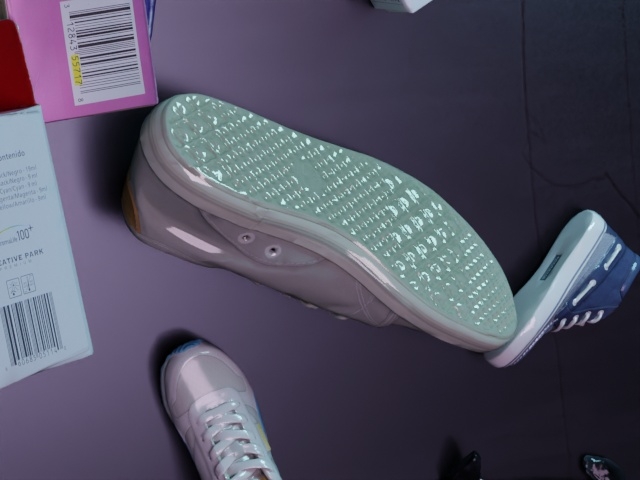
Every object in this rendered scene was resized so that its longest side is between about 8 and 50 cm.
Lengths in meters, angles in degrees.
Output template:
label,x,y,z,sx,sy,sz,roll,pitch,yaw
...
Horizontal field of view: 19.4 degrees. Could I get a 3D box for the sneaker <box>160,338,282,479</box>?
label,x,y,z,sx,sy,sz,roll,pitch,yaw
sneaker,-0.081,0.200,1.776,0.087,0.092,0.228,-25,106,-14

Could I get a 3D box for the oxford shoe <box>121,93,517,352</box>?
label,x,y,z,sx,sy,sz,roll,pitch,yaw
oxford shoe,0.000,0.000,1.764,0.449,0.169,0.130,24,131,-31

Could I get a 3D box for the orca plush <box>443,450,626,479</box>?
label,x,y,z,sx,sy,sz,roll,pitch,yaw
orca plush,0.265,0.291,1.923,0.287,0.102,0.151,34,86,-23

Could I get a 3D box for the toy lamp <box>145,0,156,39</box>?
label,x,y,z,sx,sy,sz,roll,pitch,yaw
toy lamp,-0.193,-0.306,1.655,0.080,0.080,0.274,-13,102,-19

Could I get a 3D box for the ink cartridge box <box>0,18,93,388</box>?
label,x,y,z,sx,sy,sz,roll,pitch,yaw
ink cartridge box,-0.358,-0.016,1.477,0.130,0.309,0.272,-19,100,-55

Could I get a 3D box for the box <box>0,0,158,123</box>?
label,x,y,z,sx,sy,sz,roll,pitch,yaw
box,-0.240,-0.216,1.559,0.117,0.243,0.213,-12,103,-23

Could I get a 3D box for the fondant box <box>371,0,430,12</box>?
label,x,y,z,sx,sy,sz,roll,pitch,yaw
fondant box,0.084,-0.413,1.737,0.238,0.096,0.330,-35,111,-13

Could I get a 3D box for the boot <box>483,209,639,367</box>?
label,x,y,z,sx,sy,sz,roll,pitch,yaw
boot,0.250,0.068,1.896,0.086,0.069,0.190,40,82,-20
